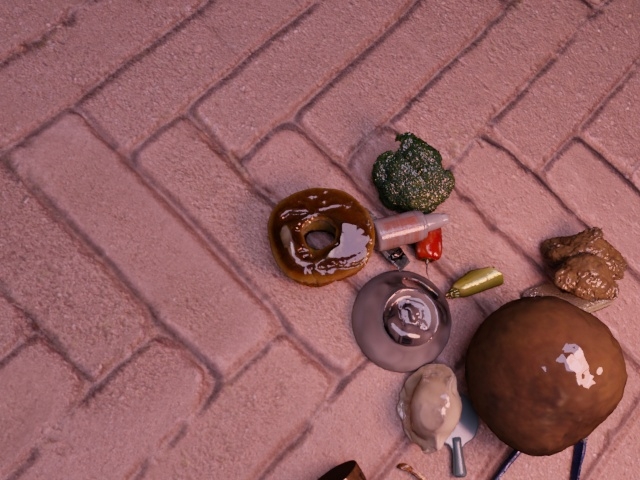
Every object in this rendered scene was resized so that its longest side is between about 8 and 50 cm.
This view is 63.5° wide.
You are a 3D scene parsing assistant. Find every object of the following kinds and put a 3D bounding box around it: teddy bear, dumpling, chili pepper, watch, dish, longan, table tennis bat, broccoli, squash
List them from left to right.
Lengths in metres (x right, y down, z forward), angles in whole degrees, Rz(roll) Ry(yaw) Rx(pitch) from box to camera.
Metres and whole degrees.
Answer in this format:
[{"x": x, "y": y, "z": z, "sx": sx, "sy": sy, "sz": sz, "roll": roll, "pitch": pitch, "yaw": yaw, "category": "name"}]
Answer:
[{"x": 0.266, "y": 0.240, "z": 1.591, "sx": 0.324, "sy": 0.124, "sz": 0.324, "roll": 2, "pitch": 76, "yaw": -8, "category": "dish"}, {"x": 0.301, "y": -0.209, "z": 1.674, "sx": 0.269, "sy": 0.261, "sz": 0.241, "roll": 15, "pitch": 36, "yaw": -7, "category": "broccoli"}, {"x": 0.316, "y": 0.486, "z": 1.528, "sx": 0.147, "sy": 0.193, "sz": 0.258, "roll": 22, "pitch": 84, "yaw": -42, "category": "dumpling"}, {"x": 0.351, "y": 0.032, "z": 1.676, "sx": 0.086, "sy": 0.084, "sz": 0.192, "roll": 1, "pitch": 71, "yaw": 9, "category": "chili pepper"}, {"x": 0.411, "y": 0.589, "z": 1.572, "sx": 0.153, "sy": 0.040, "sz": 0.244, "roll": -2, "pitch": 73, "yaw": -4, "category": "table tennis bat"}, {"x": 0.481, "y": 0.139, "z": 1.665, "sx": 0.200, "sy": 0.090, "sz": 0.075, "roll": -17, "pitch": 70, "yaw": -11, "category": "squash"}, {"x": 0.622, "y": 0.368, "z": 1.475, "sx": 0.404, "sy": 0.404, "sz": 0.436, "roll": 25, "pitch": 117, "yaw": -1, "category": "longan"}, {"x": 0.670, "y": 0.658, "z": 1.584, "sx": 0.276, "sy": 0.068, "sz": 0.274, "roll": 20, "pitch": 79, "yaw": -3, "category": "watch"}, {"x": 0.842, "y": 0.083, "z": 1.637, "sx": 0.267, "sy": 0.156, "sz": 0.256, "roll": 13, "pitch": 53, "yaw": 17, "category": "teddy bear"}]

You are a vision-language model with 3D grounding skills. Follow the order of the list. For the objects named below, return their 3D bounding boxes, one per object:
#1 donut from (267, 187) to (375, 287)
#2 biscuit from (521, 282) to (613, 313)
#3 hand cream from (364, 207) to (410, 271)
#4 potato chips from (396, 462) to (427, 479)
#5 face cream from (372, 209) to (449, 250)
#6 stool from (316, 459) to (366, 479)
[{"x": 0.000, "y": 0.000, "z": 1.596, "sx": 0.330, "sy": 0.160, "sz": 0.330, "roll": -1, "pitch": 66, "yaw": 2, "category": "donut"}, {"x": 0.801, "y": 0.186, "z": 1.684, "sx": 0.250, "sy": 0.046, "sz": 0.147, "roll": -18, "pitch": 47, "yaw": -6, "category": "biscuit"}, {"x": 0.195, "y": -0.008, "z": 1.679, "sx": 0.075, "sy": 0.052, "sz": 0.248, "roll": -35, "pitch": 84, "yaw": -27, "category": "hand cream"}, {"x": 0.313, "y": 0.729, "z": 1.530, "sx": 0.204, "sy": 0.026, "sz": 0.037, "roll": 43, "pitch": 78, "yaw": 3, "category": "potato chips"}, {"x": 0.285, "y": -0.043, "z": 1.615, "sx": 0.252, "sy": 0.101, "sz": 0.101, "roll": -14, "pitch": 79, "yaw": -10, "category": "face cream"}, {"x": 0.095, "y": 0.769, "z": 1.410, "sx": 0.179, "sy": 0.179, "sz": 0.264, "roll": -30, "pitch": 83, "yaw": -14, "category": "stool"}]
